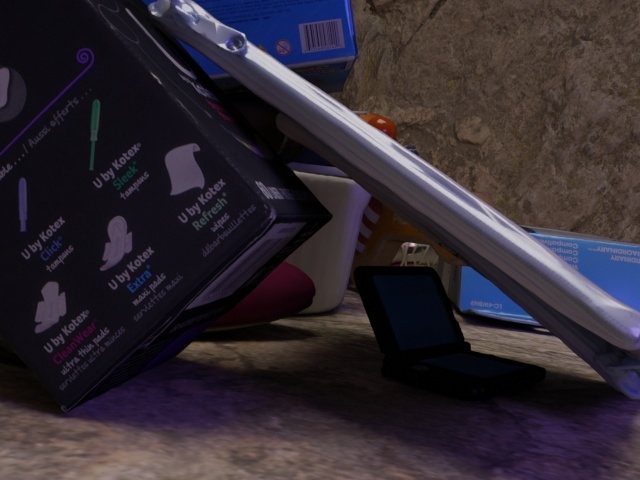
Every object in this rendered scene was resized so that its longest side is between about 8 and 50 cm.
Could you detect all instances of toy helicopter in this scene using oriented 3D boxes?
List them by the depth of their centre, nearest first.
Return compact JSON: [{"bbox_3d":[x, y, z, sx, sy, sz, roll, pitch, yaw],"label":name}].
[{"bbox_3d":[0.088,-0.047,0.985,0.140,0.235,0.355,6,4,-33],"label":"toy helicopter"}]

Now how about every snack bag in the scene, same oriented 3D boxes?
[{"bbox_3d":[0.080,-0.010,0.522,0.323,0.037,0.342,39,6,23],"label":"snack bag"}]

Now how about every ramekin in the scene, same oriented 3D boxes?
[{"bbox_3d":[-0.091,-0.010,0.834,0.277,0.135,0.277,8,3,0],"label":"ramekin"}]

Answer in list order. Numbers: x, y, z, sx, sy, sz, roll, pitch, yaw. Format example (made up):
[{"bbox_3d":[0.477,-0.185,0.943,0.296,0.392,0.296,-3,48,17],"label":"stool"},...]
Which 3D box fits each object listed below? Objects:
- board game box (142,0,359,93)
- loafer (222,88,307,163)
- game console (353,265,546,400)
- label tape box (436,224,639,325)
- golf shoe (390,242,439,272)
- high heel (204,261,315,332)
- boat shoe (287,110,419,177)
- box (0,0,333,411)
[{"bbox_3d":[-0.124,-0.196,0.863,0.308,0.086,0.302,-8,5,-1],"label":"board game box"},{"bbox_3d":[-0.095,-0.111,0.822,0.078,0.080,0.220,-10,6,-42],"label":"loafer"},{"bbox_3d":[0.093,0.060,0.567,0.107,0.071,0.122,9,4,36],"label":"game console"},{"bbox_3d":[0.289,0.040,1.011,0.249,0.115,0.348,7,2,2],"label":"label tape box"},{"bbox_3d":[0.165,0.021,1.324,0.306,0.115,0.140,8,20,33],"label":"golf shoe"},{"bbox_3d":[-0.169,-0.031,0.593,0.377,0.181,0.127,6,4,-27],"label":"high heel"},{"bbox_3d":[-0.007,-0.112,0.895,0.254,0.079,0.095,9,4,33],"label":"boat shoe"},{"bbox_3d":[-0.142,-0.067,0.447,0.270,0.143,0.165,48,8,5],"label":"box"}]
